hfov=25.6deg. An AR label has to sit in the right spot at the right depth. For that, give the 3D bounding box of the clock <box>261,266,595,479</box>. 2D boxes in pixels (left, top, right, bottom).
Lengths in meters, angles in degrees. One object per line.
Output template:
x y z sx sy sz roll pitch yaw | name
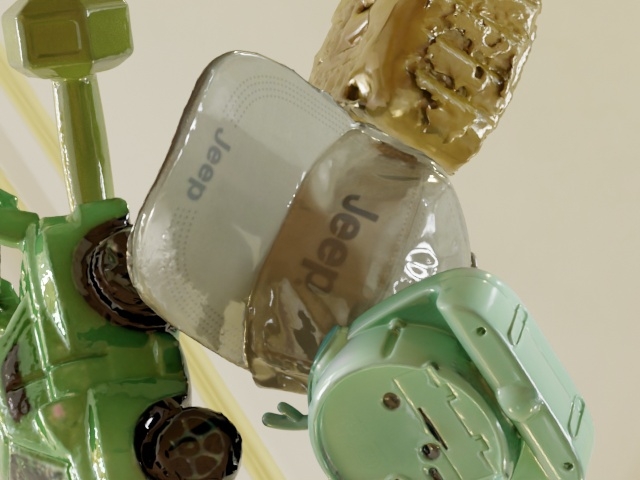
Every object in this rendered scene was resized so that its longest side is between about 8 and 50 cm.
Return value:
0.061 0.119 0.920 0.211 0.159 0.066 -27 -164 30 | clock

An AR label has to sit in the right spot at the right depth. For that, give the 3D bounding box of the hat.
0.000 0.000 0.956 0.149 0.244 0.214 18 -98 28 | hat

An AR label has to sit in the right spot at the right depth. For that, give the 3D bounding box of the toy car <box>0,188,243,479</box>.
-0.179 0.124 1.098 0.176 0.213 0.359 -4 -126 -17 | toy car

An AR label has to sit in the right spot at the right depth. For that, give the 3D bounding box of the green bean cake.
0.082 -0.165 1.246 0.131 0.229 0.224 30 -105 -19 | green bean cake

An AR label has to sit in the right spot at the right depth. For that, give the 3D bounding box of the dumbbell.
-0.218 -0.080 1.309 0.121 0.108 0.302 -5 -78 4 | dumbbell
